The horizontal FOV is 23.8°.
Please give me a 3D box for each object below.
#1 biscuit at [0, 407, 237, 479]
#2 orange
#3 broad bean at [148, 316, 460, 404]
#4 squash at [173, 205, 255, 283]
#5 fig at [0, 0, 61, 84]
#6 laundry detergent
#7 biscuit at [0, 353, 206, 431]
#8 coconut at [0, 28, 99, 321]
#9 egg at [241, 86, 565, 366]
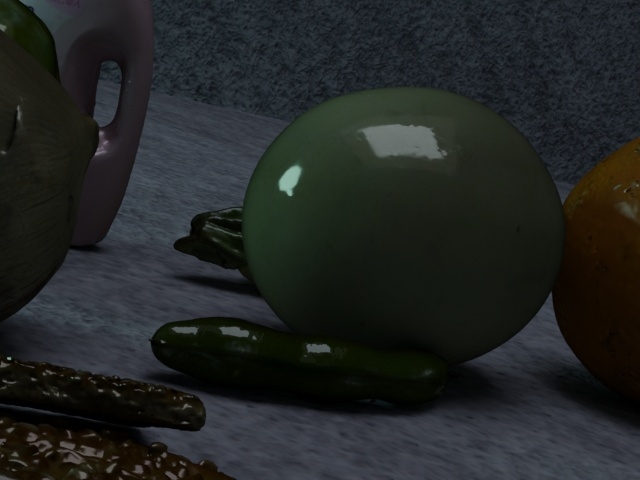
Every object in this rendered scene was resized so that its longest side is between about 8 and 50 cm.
[{"bbox_3d":[-0.120,0.121,0.623,0.305,0.038,0.305,14,9,-2],"label":"biscuit"},{"bbox_3d":[0.309,0.024,1.258,0.246,0.246,0.246,14,9,-2],"label":"orange"},{"bbox_3d":[0.000,0.084,1.022,0.254,0.046,0.065,11,3,-32],"label":"broad bean"},{"bbox_3d":[0.009,0.011,1.361,0.287,0.137,0.137,-9,23,-41],"label":"squash"},{"bbox_3d":[-0.334,-0.088,1.177,0.275,0.206,0.206,-9,13,-8],"label":"fig"},{"bbox_3d":[-0.216,-0.170,1.314,0.159,0.335,0.088,16,9,6],"label":"laundry detergent"},{"bbox_3d":[-0.185,0.068,0.771,0.237,0.026,0.131,12,-12,-19],"label":"biscuit"},{"bbox_3d":[-0.238,-0.039,0.938,0.224,0.224,0.224,14,9,-2],"label":"coconut"},{"bbox_3d":[0.064,-0.009,1.150,0.269,0.219,0.219,15,6,-45],"label":"egg"}]
